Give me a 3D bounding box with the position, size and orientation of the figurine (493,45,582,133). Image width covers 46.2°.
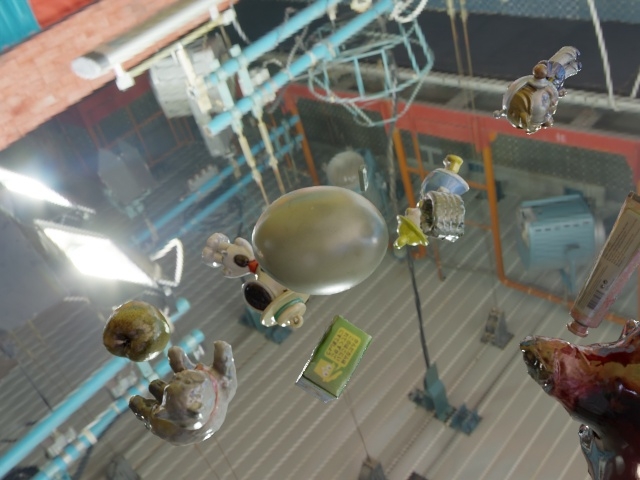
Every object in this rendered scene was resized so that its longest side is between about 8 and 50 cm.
[{"bbox_3d":[0.584,-0.411,1.985,0.133,0.194,0.274,27,-94,38],"label":"figurine"}]

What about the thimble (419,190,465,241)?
[{"bbox_3d":[0.222,-0.043,1.367,0.062,0.084,0.110,8,-145,-9],"label":"thimble"}]

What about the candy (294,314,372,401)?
[{"bbox_3d":[0.015,0.172,1.064,0.062,0.194,0.097,30,-104,3],"label":"candy"}]

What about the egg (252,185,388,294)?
[{"bbox_3d":[0.000,0.000,1.489,0.269,0.219,0.219,-3,-141,9],"label":"egg"}]

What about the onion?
[{"bbox_3d":[0.488,0.237,1.082,0.420,0.398,0.398,23,-141,-11],"label":"onion"}]

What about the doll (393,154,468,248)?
[{"bbox_3d":[0.246,-0.077,1.671,0.241,0.099,0.135,-51,-151,-6],"label":"doll"}]

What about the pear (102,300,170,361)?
[{"bbox_3d":[-0.478,0.239,1.954,0.167,0.167,0.136,-8,-166,12],"label":"pear"}]

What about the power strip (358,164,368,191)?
[{"bbox_3d":[0.114,-0.165,2.003,0.017,0.083,0.027,7,-138,21],"label":"power strip"}]

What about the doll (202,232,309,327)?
[{"bbox_3d":[-0.149,0.091,1.738,0.272,0.144,0.208,3,-99,25],"label":"doll"}]

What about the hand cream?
[{"bbox_3d":[0.399,0.039,1.028,0.043,0.209,0.067,5,-153,-38],"label":"hand cream"}]

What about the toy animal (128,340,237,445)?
[{"bbox_3d":[-0.347,0.398,1.764,0.308,0.266,0.188,-5,-149,14],"label":"toy animal"}]
